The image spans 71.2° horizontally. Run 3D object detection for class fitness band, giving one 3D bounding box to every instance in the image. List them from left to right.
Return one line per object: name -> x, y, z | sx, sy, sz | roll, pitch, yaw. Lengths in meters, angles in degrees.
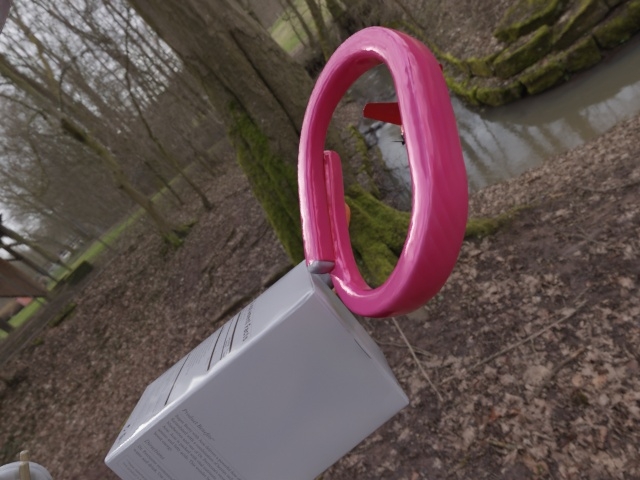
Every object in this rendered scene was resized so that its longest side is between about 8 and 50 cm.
fitness band -> 0.046, -0.069, 0.447 | 0.209, 0.054, 0.290 | -37, 55, 54

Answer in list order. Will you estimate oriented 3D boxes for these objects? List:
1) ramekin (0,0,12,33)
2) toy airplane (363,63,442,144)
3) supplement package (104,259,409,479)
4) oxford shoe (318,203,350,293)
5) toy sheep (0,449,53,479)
ramekin -> -0.371, -0.301, 0.404 | 0.273, 0.127, 0.272 | -39, 43, 50
toy airplane -> 0.148, -0.223, 0.710 | 0.151, 0.151, 0.028 | -38, 29, 16
supplement package -> -0.072, 0.193, 0.566 | 0.293, 0.177, 0.175 | -39, 10, 2
oxford shoe -> 0.000, 0.000, 0.934 | 0.097, 0.098, 0.271 | -21, 44, 25
toy sheep -> -0.359, 0.302, 0.522 | 0.091, 0.091, 0.132 | -56, 17, -24
